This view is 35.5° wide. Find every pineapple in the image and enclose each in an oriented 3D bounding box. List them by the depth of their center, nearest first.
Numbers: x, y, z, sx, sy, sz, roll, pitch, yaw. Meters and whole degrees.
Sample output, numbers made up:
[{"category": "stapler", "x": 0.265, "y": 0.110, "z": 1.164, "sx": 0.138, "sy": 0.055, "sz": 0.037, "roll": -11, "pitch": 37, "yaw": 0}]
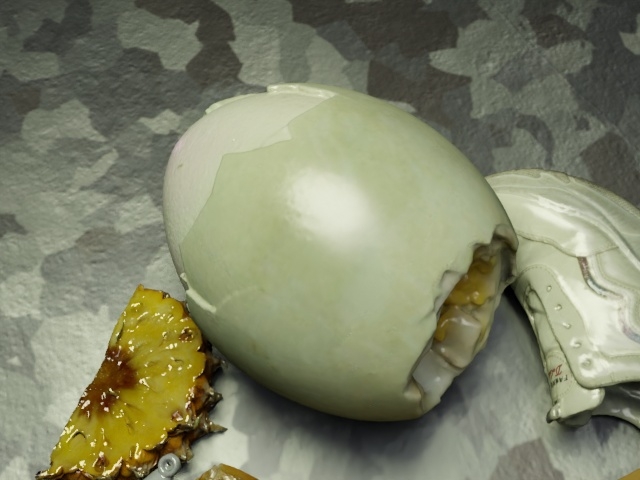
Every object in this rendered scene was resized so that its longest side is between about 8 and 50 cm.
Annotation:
[{"category": "pineapple", "x": -0.157, "y": 0.157, "z": 0.951, "sx": 0.135, "sy": 0.079, "sz": 0.233, "roll": 20, "pitch": 66, "yaw": 9}]

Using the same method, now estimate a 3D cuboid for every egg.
[{"category": "egg", "x": 0.000, "y": 0.000, "z": 0.916, "sx": 0.336, "sy": 0.278, "sz": 0.278, "roll": 29, "pitch": 68, "yaw": 19}]

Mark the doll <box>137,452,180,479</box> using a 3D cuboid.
[{"category": "doll", "x": -0.191, "y": 0.282, "z": 0.876, "sx": 0.102, "sy": 0.075, "sz": 0.227, "roll": 37, "pitch": 92, "yaw": 17}]

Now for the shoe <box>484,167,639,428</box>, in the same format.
[{"category": "shoe", "x": 0.257, "y": 0.077, "z": 0.951, "sx": 0.342, "sy": 0.132, "sz": 0.210, "roll": 31, "pitch": 66, "yaw": 12}]

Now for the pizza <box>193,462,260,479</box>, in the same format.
[{"category": "pizza", "x": -0.088, "y": 0.314, "z": 0.883, "sx": 0.199, "sy": 0.062, "sz": 0.188, "roll": -38, "pitch": 83, "yaw": -7}]

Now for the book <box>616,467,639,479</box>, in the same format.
[{"category": "book", "x": 0.165, "y": 0.346, "z": 0.759, "sx": 0.389, "sy": 0.032, "sz": 0.269, "roll": -26, "pitch": 35, "yaw": -4}]
